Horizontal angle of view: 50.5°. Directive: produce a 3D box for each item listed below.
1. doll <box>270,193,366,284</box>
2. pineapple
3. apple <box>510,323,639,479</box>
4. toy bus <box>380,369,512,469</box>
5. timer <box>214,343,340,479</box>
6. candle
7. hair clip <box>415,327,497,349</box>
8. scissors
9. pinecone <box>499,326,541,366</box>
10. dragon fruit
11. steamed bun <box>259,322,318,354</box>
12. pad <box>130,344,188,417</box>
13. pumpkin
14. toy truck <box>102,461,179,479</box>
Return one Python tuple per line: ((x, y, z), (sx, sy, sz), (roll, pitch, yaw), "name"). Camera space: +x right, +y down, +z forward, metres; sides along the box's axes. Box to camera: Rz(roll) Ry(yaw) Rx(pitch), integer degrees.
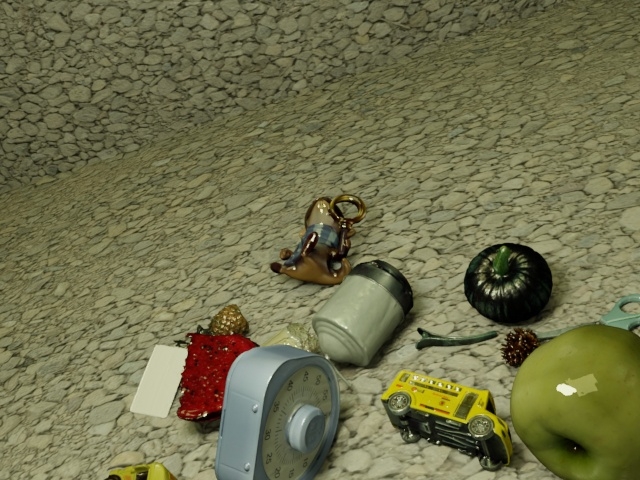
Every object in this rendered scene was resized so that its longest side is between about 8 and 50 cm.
((-0.001, -0.003, 2.344), (0.318, 0.209, 0.339), (-3, 38, 19), "doll")
((-0.356, 0.313, 2.218), (0.251, 0.125, 0.125), (-32, 38, -5), "pineapple")
((0.608, 0.358, 1.487), (0.358, 0.357, 0.357), (-14, 38, 11), "apple")
((0.325, 0.436, 1.687), (0.330, 0.144, 0.152), (9, 45, 37), "toy bus")
((-0.076, 0.451, 1.706), (0.174, 0.394, 0.395), (8, 46, 35), "timer")
((0.107, 0.231, 1.992), (0.221, 0.221, 0.342), (17, 52, 40), "candle")
((0.388, 0.281, 1.944), (0.230, 0.039, 0.070), (-2, 41, 17), "hair clip")
((0.739, 0.234, 1.825), (0.361, 0.029, 0.191), (-14, 33, 14), "scissors")
((0.533, 0.286, 1.819), (0.109, 0.102, 0.102), (-43, 33, 18), "pinecone")
((-0.282, 0.420, 2.046), (0.283, 0.100, 0.343), (-3, 39, 2), "dragon fruit")
((-0.078, 0.336, 1.958), (0.200, 0.170, 0.225), (-45, -8, 16), "steamed bun")
((-0.508, 0.443, 2.157), (0.157, 0.004, 0.231), (1, 60, 29), "pad")
((0.523, 0.101, 1.921), (0.248, 0.248, 0.248), (-14, 38, 11), "pumpkin")
((-0.437, 0.747, 1.657), (0.254, 0.180, 0.405), (-18, 37, 9), "toy truck")
